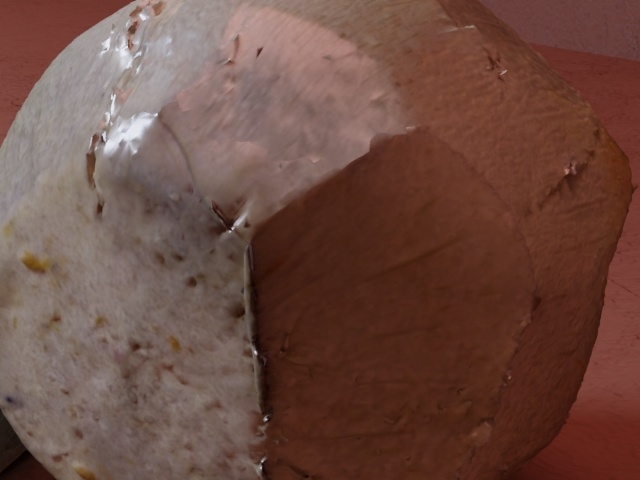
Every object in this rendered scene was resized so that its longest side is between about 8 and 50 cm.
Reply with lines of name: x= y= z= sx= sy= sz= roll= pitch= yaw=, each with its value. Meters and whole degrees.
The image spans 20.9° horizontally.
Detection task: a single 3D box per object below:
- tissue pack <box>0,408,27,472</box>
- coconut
tissue pack: x=-0.301 y=0.091 z=1.054 sx=0.226 sy=0.092 sz=0.183 roll=8 pitch=17 yaw=18
coconut: x=0.000 y=0.000 z=1.003 sx=0.346 sy=0.346 sz=0.360 roll=13 pitch=27 yaw=28
